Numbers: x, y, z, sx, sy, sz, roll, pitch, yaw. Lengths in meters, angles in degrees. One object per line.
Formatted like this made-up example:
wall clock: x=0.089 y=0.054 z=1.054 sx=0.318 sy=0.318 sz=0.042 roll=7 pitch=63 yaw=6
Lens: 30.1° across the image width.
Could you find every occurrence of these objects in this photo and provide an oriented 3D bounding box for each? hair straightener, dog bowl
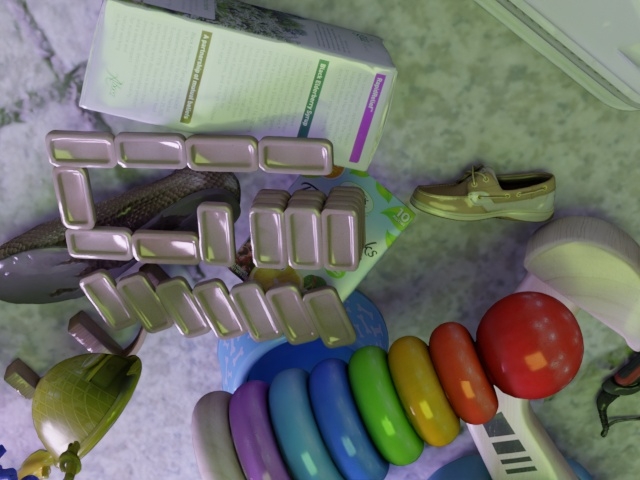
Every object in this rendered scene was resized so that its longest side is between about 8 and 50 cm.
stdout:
hair straightener: x=0.361 y=0.118 z=1.161 sx=0.089 sy=0.047 sz=0.230 roll=33 pitch=110 yaw=-20
dog bowl: x=-0.024 y=0.180 z=1.140 sx=0.165 sy=0.074 sz=0.297 roll=6 pitch=116 yaw=-9

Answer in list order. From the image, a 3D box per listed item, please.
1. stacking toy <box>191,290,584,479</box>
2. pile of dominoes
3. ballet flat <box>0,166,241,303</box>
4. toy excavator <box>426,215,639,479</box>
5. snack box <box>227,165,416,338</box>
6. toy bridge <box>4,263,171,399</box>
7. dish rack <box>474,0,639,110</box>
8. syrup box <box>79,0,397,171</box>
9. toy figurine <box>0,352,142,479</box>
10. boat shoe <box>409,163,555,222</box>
stacking toy: x=0.065 y=0.140 z=1.000 sx=0.330 sy=0.141 sz=0.141 roll=-22 pitch=117 yaw=8
pile of dominoes: x=-0.089 y=-0.006 z=0.988 sx=0.251 sy=0.040 sz=0.196 roll=3 pitch=122 yaw=10
ballet flat: x=-0.185 y=-0.009 z=1.042 sx=0.249 sy=0.058 sz=0.084 roll=-22 pitch=143 yaw=12
toy excavator: x=0.188 y=0.253 z=1.129 sx=0.432 sy=0.222 sz=0.445 roll=-29 pitch=100 yaw=21
snack box: x=0.000 y=0.000 z=1.031 sx=0.100 sy=0.037 sz=0.141 roll=40 pitch=91 yaw=0
toy bridge: x=-0.207 y=0.094 z=1.103 sx=0.188 sy=0.026 sz=0.063 roll=-36 pitch=115 yaw=14
dish rack: x=0.247 y=-0.271 z=0.937 sx=0.332 sy=0.072 sz=0.285 roll=33 pitch=109 yaw=-21
syrup box: x=-0.065 y=-0.136 z=0.960 sx=0.236 sy=0.093 sz=0.096 roll=13 pitch=114 yaw=-12
toy figurine: x=-0.344 y=0.175 z=1.039 sx=0.217 sy=0.191 sz=0.362 roll=42 pitch=125 yaw=-6
boat shoe: x=0.146 y=-0.045 z=1.057 sx=0.135 sy=0.050 sz=0.045 roll=0 pitch=114 yaw=-17
